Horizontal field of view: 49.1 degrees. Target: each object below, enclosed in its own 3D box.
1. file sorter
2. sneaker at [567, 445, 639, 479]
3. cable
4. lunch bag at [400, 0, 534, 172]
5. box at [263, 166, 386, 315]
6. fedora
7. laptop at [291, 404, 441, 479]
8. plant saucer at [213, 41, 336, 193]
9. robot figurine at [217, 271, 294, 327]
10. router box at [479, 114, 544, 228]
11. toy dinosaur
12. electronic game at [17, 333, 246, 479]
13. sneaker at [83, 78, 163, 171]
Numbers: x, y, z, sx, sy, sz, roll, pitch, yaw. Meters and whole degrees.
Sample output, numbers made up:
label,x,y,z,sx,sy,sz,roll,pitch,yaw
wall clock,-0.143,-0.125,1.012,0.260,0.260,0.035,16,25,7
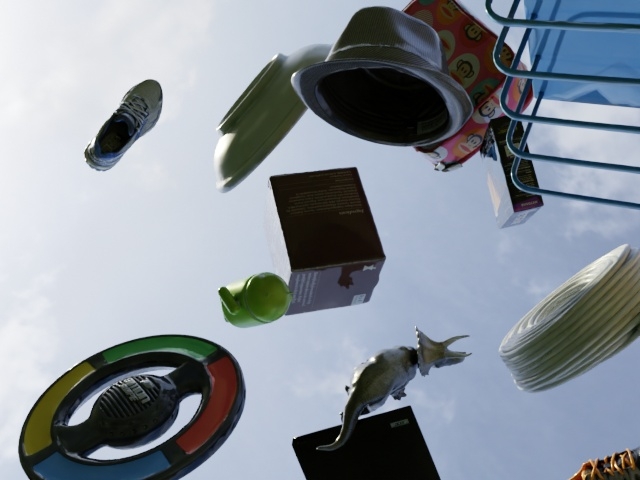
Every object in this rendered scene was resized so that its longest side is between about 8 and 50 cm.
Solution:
label,x,y,z,sx,sy,sz,roll,pitch,yaw
file sorter,0.176,-0.111,0.438,0.118,0.170,0.104,12,-117,27
sneaker,0.437,0.358,1.049,0.083,0.084,0.215,40,-68,-4
cable,0.365,0.112,0.991,0.257,0.257,0.089,-41,-98,12
lunch bag,0.192,-0.268,1.198,0.258,0.120,0.293,-43,-128,19
box,0.000,0.000,1.262,0.167,0.168,0.203,-7,-122,-13
fedora,0.095,-0.238,0.990,0.244,0.275,0.124,0,-107,34
laptop,0.115,0.419,1.265,0.234,0.264,0.136,-20,-122,20
plant saucer,-0.117,-0.281,1.472,0.100,0.400,0.400,39,-72,-15
robot figurine,-0.085,0.079,0.921,0.115,0.101,0.067,-19,-100,48
router box,0.273,-0.095,1.018,0.046,0.179,0.133,-13,-99,7
toy dinosaur,0.100,0.240,1.214,0.121,0.314,0.160,53,-33,23
electronic game,-0.189,0.171,0.711,0.229,0.229,0.048,10,-55,32
sneaker,-0.230,-0.142,0.844,0.135,0.052,0.058,-60,-163,-17
